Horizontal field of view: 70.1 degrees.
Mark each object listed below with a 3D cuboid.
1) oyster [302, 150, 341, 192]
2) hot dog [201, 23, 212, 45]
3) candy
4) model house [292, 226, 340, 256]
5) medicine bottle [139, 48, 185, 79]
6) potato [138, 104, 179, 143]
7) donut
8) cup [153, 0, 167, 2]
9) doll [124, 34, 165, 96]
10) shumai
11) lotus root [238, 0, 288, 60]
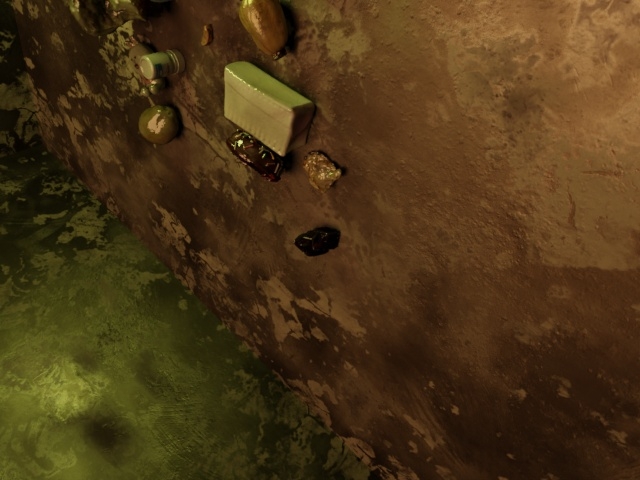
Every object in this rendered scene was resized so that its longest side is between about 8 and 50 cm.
[{"bbox_3d":[0.000,-0.260,1.721,0.191,0.081,0.163,-7,107,43],"label":"oyster"},{"bbox_3d":[-0.445,-0.807,1.806,0.034,0.030,0.090,43,140,11],"label":"hot dog"},{"bbox_3d":[-0.202,-0.496,1.700,0.358,0.145,0.208,37,139,21],"label":"candy"},{"bbox_3d":[-0.005,0.001,1.866,0.152,0.165,0.106,-23,83,48],"label":"model house"},{"bbox_3d":[-0.680,-0.757,1.964,0.105,0.168,0.105,24,132,30],"label":"medicine bottle"},{"bbox_3d":[-0.783,-0.563,2.218,0.177,0.160,0.235,28,134,-30],"label":"potato"},{"bbox_3d":[-0.251,-0.335,1.800,0.269,0.269,0.103,41,99,16],"label":"donut"},{"bbox_3d":[-0.596,-1.066,1.618,0.311,0.331,0.257,50,166,5],"label":"cup"},{"bbox_3d":[-0.805,-0.800,2.112,0.154,0.113,0.275,-15,99,39],"label":"doll"},{"bbox_3d":[-0.793,-1.008,1.835,0.323,0.398,0.324,7,148,6],"label":"shumai"},{"bbox_3d":[-0.186,-0.735,1.522,0.257,0.140,0.154,61,170,-20],"label":"lotus root"}]
